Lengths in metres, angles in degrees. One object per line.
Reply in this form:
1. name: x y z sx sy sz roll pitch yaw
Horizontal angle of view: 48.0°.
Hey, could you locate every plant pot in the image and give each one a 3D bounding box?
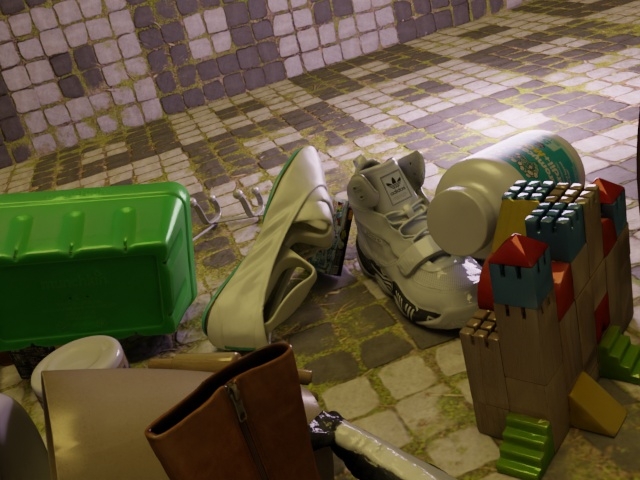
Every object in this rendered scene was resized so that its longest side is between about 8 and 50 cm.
1. plant pot: -0.135 0.243 0.755 0.273 0.257 0.256 -6 20 -24

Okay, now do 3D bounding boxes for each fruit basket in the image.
1. fruit basket: -0.406 0.032 1.267 0.391 0.283 0.392 0 25 0

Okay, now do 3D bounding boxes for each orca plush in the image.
1. orca plush: 0.095 0.272 0.674 0.287 0.102 0.151 25 -3 13

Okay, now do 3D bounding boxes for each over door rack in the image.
1. over door rack: -0.171 -0.038 1.484 0.239 0.108 0.324 -8 26 16

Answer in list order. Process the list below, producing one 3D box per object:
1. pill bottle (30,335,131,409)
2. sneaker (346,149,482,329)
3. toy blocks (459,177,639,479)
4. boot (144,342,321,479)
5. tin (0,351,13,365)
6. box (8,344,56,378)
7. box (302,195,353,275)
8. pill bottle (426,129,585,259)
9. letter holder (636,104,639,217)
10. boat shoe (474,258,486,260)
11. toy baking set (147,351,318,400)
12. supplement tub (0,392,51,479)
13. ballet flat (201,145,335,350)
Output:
1. pill bottle: -0.270 0.223 0.890 0.111 0.187 0.112 -12 25 6
2. sneaker: 0.144 -0.012 1.124 0.137 0.210 0.366 -23 26 -15
3. toy blocks: 0.277 0.050 0.859 0.190 0.261 0.381 7 32 39
4. boot: -0.075 0.263 0.583 0.096 0.281 0.264 12 36 45
5. tin: -0.575 0.173 1.353 0.106 0.040 0.189 -29 28 -19
6. box: -0.477 0.199 1.202 0.083 0.067 0.018 -6 26 20
7. box: 0.012 -0.011 1.296 0.027 0.137 0.093 8 5 -40
8. pill bottle: 0.260 -0.062 1.022 0.146 0.146 0.264 8 24 40
9. letter holder: 0.529 -0.057 0.893 0.214 0.302 0.152 -13 25 4
10. boat shoe: 0.269 0.003 1.195 0.070 0.078 0.219 -26 19 -24
11. toy baking set: -0.120 0.188 0.905 0.256 0.197 0.030 -3 58 19
12. supplement tub: -0.461 0.315 0.758 0.316 0.229 0.228 -19 25 -9
13. ballet flat: -0.050 0.017 1.195 0.139 0.139 0.400 5 55 36
